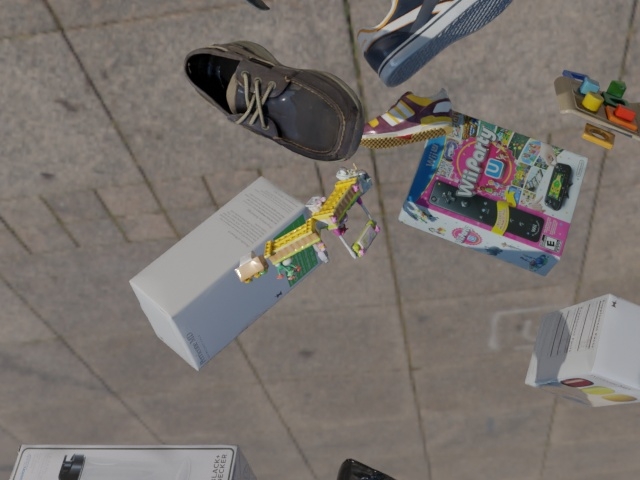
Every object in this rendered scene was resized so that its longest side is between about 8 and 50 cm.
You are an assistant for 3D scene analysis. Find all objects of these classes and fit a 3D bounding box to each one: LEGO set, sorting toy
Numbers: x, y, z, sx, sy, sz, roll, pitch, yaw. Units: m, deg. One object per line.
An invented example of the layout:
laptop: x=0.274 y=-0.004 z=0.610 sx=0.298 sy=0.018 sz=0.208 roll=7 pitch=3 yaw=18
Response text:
LEGO set: x=0.000 y=0.000 z=1.611 sx=0.107 sy=0.287 sz=0.132 roll=54 pitch=163 yaw=-25
sorting toy: x=0.592 y=-0.286 z=1.996 sx=0.195 sy=0.348 sz=0.047 roll=18 pitch=123 yaw=-3

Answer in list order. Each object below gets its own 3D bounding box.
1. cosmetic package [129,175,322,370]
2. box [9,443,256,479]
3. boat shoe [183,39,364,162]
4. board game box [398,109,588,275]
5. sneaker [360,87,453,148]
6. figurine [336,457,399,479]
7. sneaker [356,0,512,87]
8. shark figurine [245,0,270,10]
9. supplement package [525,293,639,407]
cosmetic package: x=-0.188 y=0.064 z=1.980 sx=0.155 sy=0.365 sz=0.197 roll=33 pitch=155 yaw=34
box: x=-0.235 y=0.334 z=1.135 sx=0.289 sy=0.169 sz=0.087 roll=-3 pitch=140 yaw=13
boat shoe: x=-0.082 y=-0.200 z=1.407 sx=0.130 sy=0.355 sz=0.132 roll=-8 pitch=117 yaw=-39
board game box: x=0.327 y=-0.096 z=1.821 sx=0.303 sy=0.224 sz=0.097 roll=20 pitch=157 yaw=4
sneaker: x=0.140 y=-0.214 z=1.670 sx=0.185 sy=0.084 sz=0.069 roll=-7 pitch=168 yaw=19
figurine: x=0.071 y=0.418 z=1.255 sx=0.092 sy=0.210 sz=0.215 roll=13 pitch=163 yaw=46
sneaker: x=0.210 y=-0.416 z=1.718 sx=0.321 sy=0.127 sz=0.126 roll=-35 pitch=161 yaw=-7
shark figurine: x=-0.075 y=-0.376 z=1.289 sx=0.166 sy=0.278 sz=0.116 roll=-5 pitch=120 yaw=57
supplement package: x=0.466 y=0.190 z=1.600 sx=0.139 sy=0.134 sz=0.244 roll=20 pitch=164 yaw=-7
